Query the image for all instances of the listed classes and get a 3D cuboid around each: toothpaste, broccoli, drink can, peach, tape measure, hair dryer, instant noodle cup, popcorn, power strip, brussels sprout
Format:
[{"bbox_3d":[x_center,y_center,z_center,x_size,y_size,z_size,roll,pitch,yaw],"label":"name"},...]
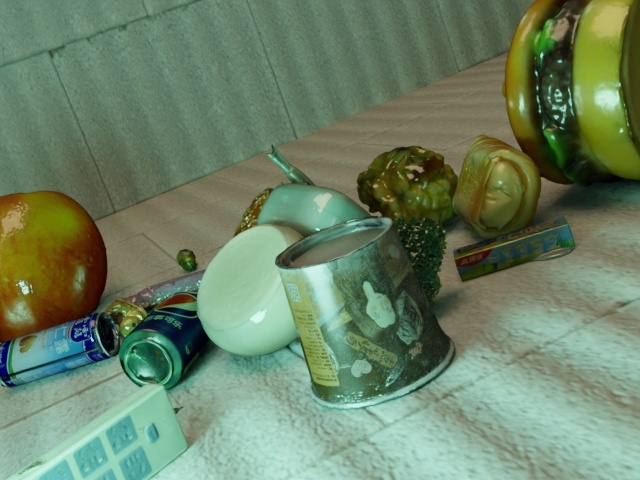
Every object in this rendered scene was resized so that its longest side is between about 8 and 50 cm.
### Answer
[{"bbox_3d":[0.317,0.016,1.512,0.193,0.044,0.070,-18,14,9],"label":"toothpaste"},{"bbox_3d":[0.118,0.050,1.479,0.220,0.194,0.194,-42,10,12],"label":"broccoli"},{"bbox_3d":[-0.522,0.217,1.817,0.235,0.097,0.097,-18,14,11],"label":"drink can"},{"bbox_3d":[-0.669,0.062,2.191,0.242,0.380,0.306,-15,-11,22],"label":"peach"},{"bbox_3d":[0.001,0.000,1.681,0.243,0.246,0.125,1,62,51],"label":"tape measure"},{"bbox_3d":[0.015,-0.078,1.912,0.092,0.267,0.229,-49,34,-7],"label":"hair dryer"},{"bbox_3d":[0.053,0.091,1.269,0.217,0.207,0.217,-20,15,6],"label":"instant noodle cup"},{"bbox_3d":[0.180,-0.099,1.878,0.189,0.169,0.218,-31,34,-17],"label":"popcorn"},{"bbox_3d":[-0.257,0.168,1.588,0.118,0.118,0.205,-15,14,18],"label":"drink can"},{"bbox_3d":[-0.307,0.304,1.164,0.043,0.106,0.367,-4,21,43],"label":"power strip"},{"bbox_3d":[-0.331,0.048,2.280,0.051,0.046,0.083,19,4,-18],"label":"brussels sprout"}]

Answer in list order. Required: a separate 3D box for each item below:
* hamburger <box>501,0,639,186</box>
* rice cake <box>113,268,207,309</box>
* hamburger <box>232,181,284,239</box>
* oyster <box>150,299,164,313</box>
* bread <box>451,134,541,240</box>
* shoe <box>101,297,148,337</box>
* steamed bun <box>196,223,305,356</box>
[{"bbox_3d":[0.519,-0.294,1.713,0.277,0.395,0.396,1,24,43],"label":"hamburger"},{"bbox_3d":[-0.327,0.111,2.033,0.290,0.051,0.081,-18,14,11],"label":"rice cake"},{"bbox_3d":[-0.104,-0.008,1.885,0.237,0.147,0.237,-51,8,10],"label":"hamburger"},{"bbox_3d":[-0.297,0.155,1.835,0.105,0.056,0.177,-29,20,-5],"label":"oyster"},{"bbox_3d":[0.320,-0.089,1.664,0.121,0.173,0.311,15,13,-4],"label":"bread"},{"bbox_3d":[-0.405,0.165,1.903,0.109,0.072,0.069,40,53,23],"label":"shoe"},{"bbox_3d":[-0.087,0.093,1.538,0.232,0.145,0.232,-26,43,27],"label":"steamed bun"}]
